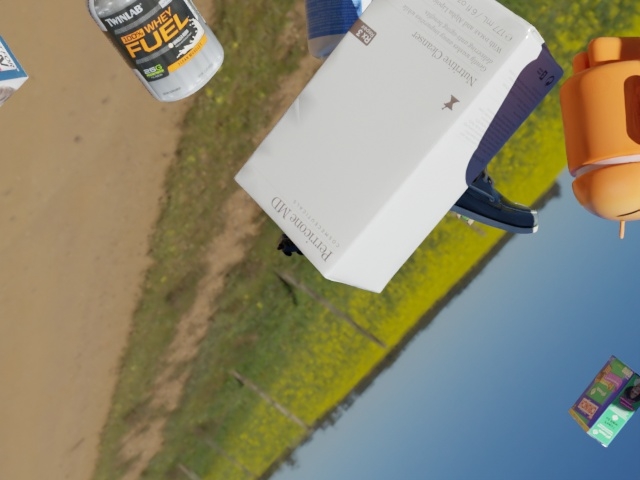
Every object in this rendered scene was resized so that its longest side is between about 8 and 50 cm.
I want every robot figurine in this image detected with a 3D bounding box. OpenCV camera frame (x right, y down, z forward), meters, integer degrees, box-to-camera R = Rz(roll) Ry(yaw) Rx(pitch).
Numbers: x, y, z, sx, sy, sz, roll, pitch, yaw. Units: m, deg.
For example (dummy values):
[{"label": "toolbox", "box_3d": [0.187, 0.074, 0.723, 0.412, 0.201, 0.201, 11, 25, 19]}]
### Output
[{"label": "robot figurine", "box_3d": [0.340, -0.117, 1.049, 0.158, 0.219, 0.128, -14, 165, 41]}]

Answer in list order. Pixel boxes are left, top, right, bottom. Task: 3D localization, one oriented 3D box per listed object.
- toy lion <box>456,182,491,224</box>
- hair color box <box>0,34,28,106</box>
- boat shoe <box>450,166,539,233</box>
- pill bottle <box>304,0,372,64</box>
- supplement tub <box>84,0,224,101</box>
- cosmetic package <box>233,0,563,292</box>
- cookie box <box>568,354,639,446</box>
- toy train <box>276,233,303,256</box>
[{"label": "toy lion", "box_3d": [0.292, -0.081, 1.737, 0.096, 0.034, 0.100, -57, 167, -3]}, {"label": "hair color box", "box_3d": [-0.560, -0.180, 1.180, 0.174, 0.105, 0.347, -34, 180, 30]}, {"label": "boat shoe", "box_3d": [0.252, -0.087, 1.554, 0.116, 0.319, 0.099, 33, -74, 61]}, {"label": "pill bottle", "box_3d": [0.036, -0.367, 1.534, 0.124, 0.222, 0.124, -4, -177, 0]}, {"label": "supplement tub", "box_3d": [-0.217, -0.280, 1.177, 0.117, 0.190, 0.117, -22, -141, 19]}, {"label": "cosmetic package", "box_3d": [0.096, -0.146, 1.202, 0.385, 0.217, 0.156, -51, 150, 9]}, {"label": "cookie box", "box_3d": [0.407, 0.224, 1.307, 0.107, 0.040, 0.092, -54, -174, 6]}, {"label": "toy train", "box_3d": [0.000, 0.000, 1.362, 0.158, 0.036, 0.027, -4, 139, -37]}]
